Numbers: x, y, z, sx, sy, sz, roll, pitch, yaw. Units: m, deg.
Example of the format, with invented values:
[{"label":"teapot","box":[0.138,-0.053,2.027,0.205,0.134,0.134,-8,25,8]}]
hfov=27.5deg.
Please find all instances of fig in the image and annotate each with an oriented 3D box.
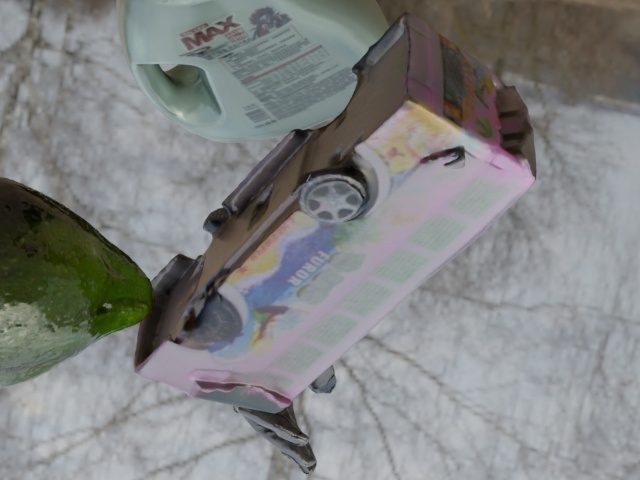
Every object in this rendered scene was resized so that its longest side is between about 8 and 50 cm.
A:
[{"label":"fig","box":[-0.173,0.028,0.758,0.156,0.123,0.123,17,-177,-41]}]

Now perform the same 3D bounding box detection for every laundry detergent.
[{"label":"laundry detergent","box":[-0.100,-0.229,1.304,0.264,0.125,0.398,-20,158,15]}]

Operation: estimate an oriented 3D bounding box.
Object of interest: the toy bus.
[{"label":"toy bus","box":[0.000,0.000,0.761,0.112,0.274,0.090,28,-140,-23]}]

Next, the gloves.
[{"label":"gloves","box":[-0.041,0.128,1.398,0.142,0.285,0.119,-30,-143,-31]}]
